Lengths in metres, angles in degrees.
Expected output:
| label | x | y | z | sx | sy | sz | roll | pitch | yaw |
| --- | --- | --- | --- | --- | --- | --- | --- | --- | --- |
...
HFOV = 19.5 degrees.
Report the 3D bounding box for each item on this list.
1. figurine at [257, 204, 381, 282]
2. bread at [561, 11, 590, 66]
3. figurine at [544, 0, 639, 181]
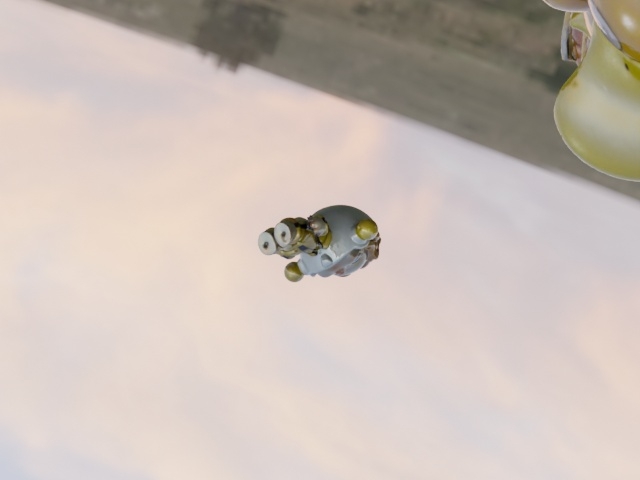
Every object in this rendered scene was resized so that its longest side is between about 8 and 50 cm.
| label | x | y | z | sx | sy | sz | roll | pitch | yaw |
| --- | --- | --- | --- | --- | --- | --- | --- | --- | --- |
| figurine | -0.004 | 0.002 | 1.718 | 0.143 | 0.101 | 0.068 | -10 | -109 | -34 |
| bread | 0.319 | -0.249 | 1.777 | 0.114 | 0.275 | 0.185 | -14 | -135 | -18 |
| figurine | 0.237 | -0.154 | 1.213 | 0.215 | 0.215 | 0.228 | 24 | -147 | 13 |
